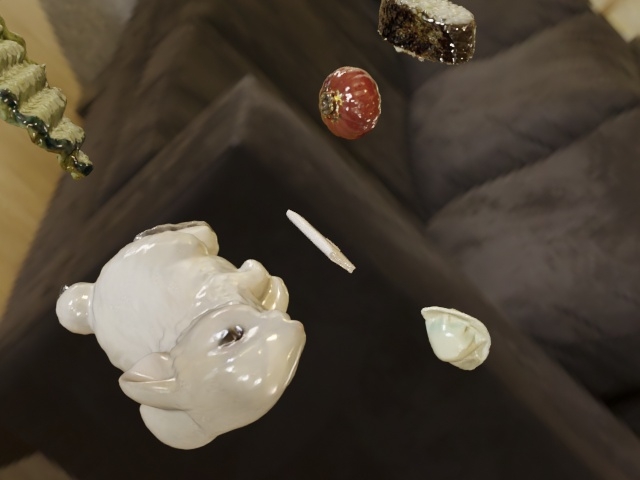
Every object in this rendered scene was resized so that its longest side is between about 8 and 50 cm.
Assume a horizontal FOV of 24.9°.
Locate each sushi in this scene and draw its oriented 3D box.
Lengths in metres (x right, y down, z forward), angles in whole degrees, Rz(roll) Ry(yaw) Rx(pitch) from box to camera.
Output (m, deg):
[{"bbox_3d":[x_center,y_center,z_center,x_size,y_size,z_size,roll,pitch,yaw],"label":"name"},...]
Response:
[{"bbox_3d":[0.146,-0.291,1.973,0.150,0.078,0.090,29,35,36],"label":"sushi"}]

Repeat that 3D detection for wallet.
[{"bbox_3d":[0.000,0.000,1.382,0.044,0.011,0.083,37,4,-44],"label":"wallet"}]

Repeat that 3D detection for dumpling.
[{"bbox_3d":[0.133,0.091,1.384,0.043,0.059,0.077,-29,98,-50],"label":"dumpling"}]

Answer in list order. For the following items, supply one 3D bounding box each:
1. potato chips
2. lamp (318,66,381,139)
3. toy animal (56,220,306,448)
[{"bbox_3d":[-0.455,-0.234,2.117,0.358,0.070,0.429,51,5,-10],"label":"potato chips"},{"bbox_3d":[0.041,-0.189,2.004,0.090,0.101,0.101,-9,53,-33],"label":"lamp"},{"bbox_3d":[-0.148,0.110,1.636,0.357,0.258,0.194,-134,-157,-66],"label":"toy animal"}]
